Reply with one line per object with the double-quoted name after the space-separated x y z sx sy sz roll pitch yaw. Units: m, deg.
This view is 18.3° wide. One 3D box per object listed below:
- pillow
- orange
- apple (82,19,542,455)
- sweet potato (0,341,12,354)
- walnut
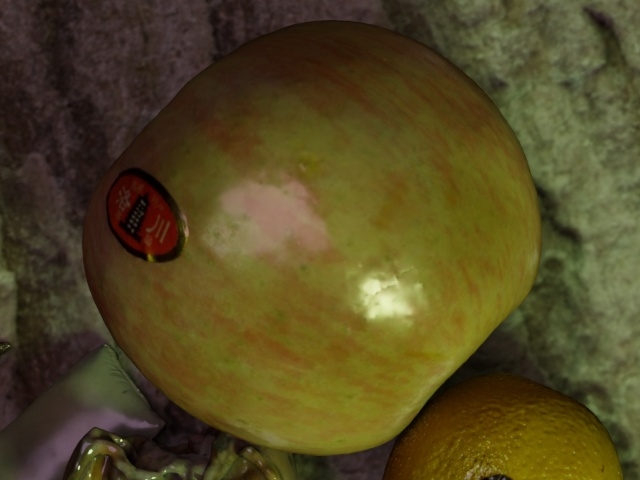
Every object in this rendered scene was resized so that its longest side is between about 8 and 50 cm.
-0.260 0.209 1.998 0.208 0.053 0.119 -43 75 5 "pillow"
0.161 0.234 1.776 0.236 0.236 0.236 -2 83 18 "orange"
0.000 0.000 1.776 0.391 0.391 0.346 -44 83 8 "apple"
-0.370 0.167 2.048 0.041 0.038 0.153 27 84 -5 "sweet potato"
-0.124 0.269 1.905 0.238 0.141 0.204 -4 95 17 "walnut"
